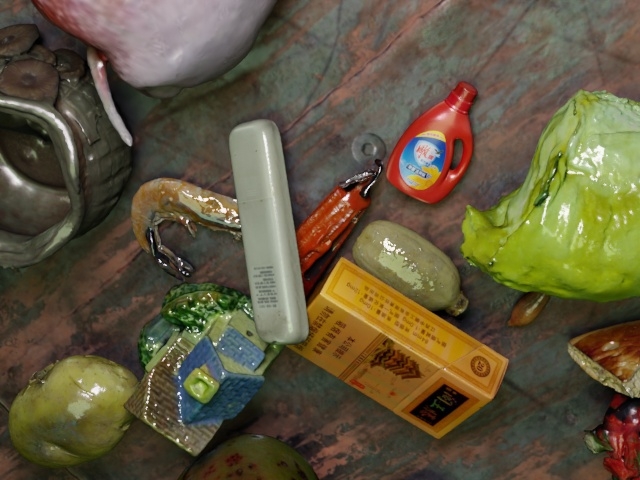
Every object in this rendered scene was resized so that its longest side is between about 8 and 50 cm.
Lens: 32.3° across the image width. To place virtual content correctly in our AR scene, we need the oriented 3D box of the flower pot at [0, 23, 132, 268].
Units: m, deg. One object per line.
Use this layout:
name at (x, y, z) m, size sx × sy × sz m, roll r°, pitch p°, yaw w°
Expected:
flower pot at (-0.410, -0.127, 1.482) m, size 0.301 × 0.213 × 0.302 m, roll 5°, pitch 116°, yaw 10°

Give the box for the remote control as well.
remote control at (-0.073, -0.009, 1.496) m, size 0.090 × 0.038 × 0.310 m, roll -7°, pitch 92°, yaw 44°

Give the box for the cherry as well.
cherry at (-0.176, -0.326, 1.294) m, size 0.335 × 0.291 × 0.326 m, roll -31°, pitch 143°, yaw -17°

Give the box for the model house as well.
model house at (-0.179, 0.187, 1.594) m, size 0.195 × 0.189 × 0.214 m, roll 40°, pitch 118°, yaw -10°

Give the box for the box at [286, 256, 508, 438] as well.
box at (0.100, 0.154, 1.537) m, size 0.274 × 0.076 × 0.174 m, roll 32°, pitch 147°, yaw -3°

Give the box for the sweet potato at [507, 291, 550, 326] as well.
sweet potato at (0.291, 0.090, 1.525) m, size 0.034 × 0.034 × 0.095 m, roll 34°, pitch 120°, yaw -4°

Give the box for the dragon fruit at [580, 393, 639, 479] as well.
dragon fruit at (0.472, 0.260, 1.494) m, size 0.182 × 0.188 × 0.182 m, roll 31°, pitch 137°, yaw 33°

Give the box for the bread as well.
bread at (0.395, 0.155, 1.491) m, size 0.136 × 0.154 × 0.054 m, roll 6°, pitch 123°, yaw 40°

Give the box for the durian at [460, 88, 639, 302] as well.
durian at (0.357, -0.045, 1.355) m, size 0.339 × 0.204 × 0.256 m, roll 14°, pitch 106°, yaw 5°

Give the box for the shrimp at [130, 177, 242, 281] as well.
shrimp at (-0.169, -0.006, 1.577) m, size 0.219 × 0.046 × 0.152 m, roll 14°, pitch 117°, yaw 5°

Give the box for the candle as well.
candle at (0.000, 0.000, 1.537) m, size 0.084 × 0.059 × 0.302 m, roll 31°, pitch 120°, yaw -16°

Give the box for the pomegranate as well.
pomegranate at (-0.087, 0.441, 1.673) m, size 0.323 × 0.291 × 0.291 m, roll 12°, pitch 121°, yaw -24°

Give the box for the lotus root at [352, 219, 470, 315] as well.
lotus root at (0.129, 0.043, 1.514) m, size 0.183 × 0.077 × 0.090 m, roll 37°, pitch 118°, yaw -4°

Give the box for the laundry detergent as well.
laundry detergent at (0.159, -0.130, 1.443) m, size 0.097 × 0.049 × 0.165 m, roll 27°, pitch 117°, yaw -9°

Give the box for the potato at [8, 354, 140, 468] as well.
potato at (-0.384, 0.265, 1.707) m, size 0.169 × 0.143 × 0.248 m, roll 42°, pitch 125°, yaw -13°
